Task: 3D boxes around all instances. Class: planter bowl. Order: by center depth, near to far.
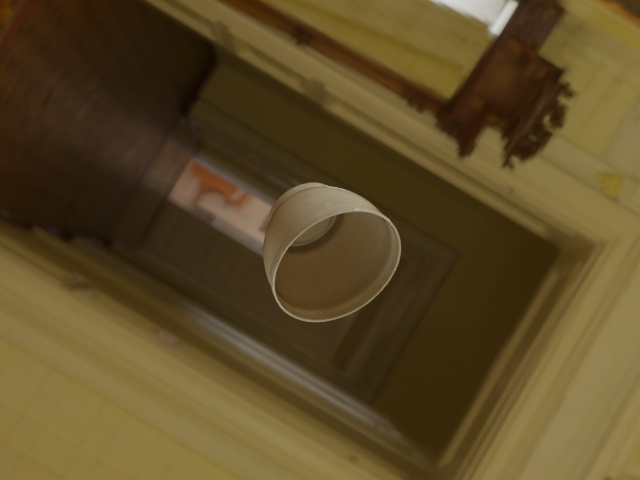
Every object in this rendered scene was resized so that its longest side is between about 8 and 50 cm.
[{"bbox_3d":[0.000,0.000,1.494,0.162,0.162,0.109,-59,-141,23],"label":"planter bowl"}]
